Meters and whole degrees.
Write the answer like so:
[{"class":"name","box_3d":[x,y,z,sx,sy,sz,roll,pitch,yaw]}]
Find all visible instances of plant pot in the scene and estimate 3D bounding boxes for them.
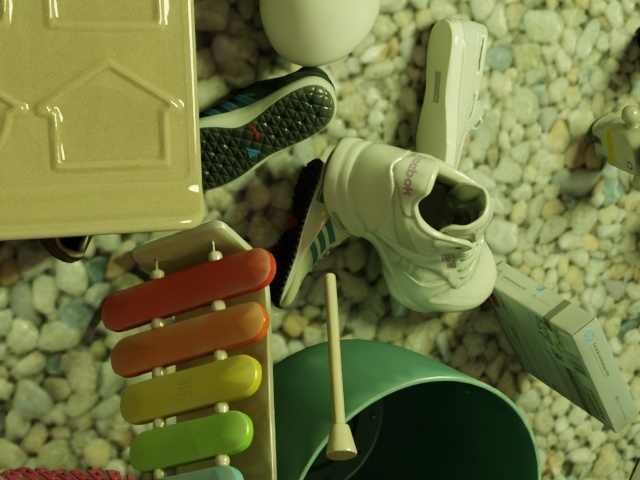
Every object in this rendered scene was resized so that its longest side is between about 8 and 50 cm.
[{"class":"plant pot","box_3d":[0.040,0.235,1.677,0.293,0.235,0.293,-10,112,-26]}]

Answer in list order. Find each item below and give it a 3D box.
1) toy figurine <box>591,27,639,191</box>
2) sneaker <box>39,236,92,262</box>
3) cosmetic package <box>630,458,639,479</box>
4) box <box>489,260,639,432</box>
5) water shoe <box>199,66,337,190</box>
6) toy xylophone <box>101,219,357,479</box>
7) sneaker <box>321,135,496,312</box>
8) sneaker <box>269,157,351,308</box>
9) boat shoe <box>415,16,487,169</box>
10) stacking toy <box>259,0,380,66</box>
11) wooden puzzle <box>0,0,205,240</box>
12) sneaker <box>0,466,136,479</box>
[{"class":"toy figurine","box_3d":[0.434,-0.133,1.810,0.209,0.148,0.213,26,94,-32]},{"class":"sneaker","box_3d":[-0.220,-0.070,1.528,0.066,0.071,0.188,3,106,-29]},{"class":"cosmetic package","box_3d":[0.413,0.398,2.003,0.085,0.117,0.231,20,98,-32]},{"class":"box","box_3d":[0.261,0.115,1.781,0.038,0.186,0.145,-36,120,-13]},{"class":"water shoe","box_3d":[-0.078,-0.109,1.595,0.203,0.080,0.073,-20,115,7]},{"class":"toy xylophone","box_3d":[-0.090,0.132,1.533,0.236,0.323,0.081,-25,150,25]},{"class":"sneaker","box_3d":[0.124,0.000,1.664,0.305,0.152,0.114,40,63,-50]},{"class":"sneaker","box_3d":[0.000,0.000,1.678,0.075,0.057,0.161,15,96,-26]},{"class":"boat shoe","box_3d":[0.143,-0.142,1.708,0.063,0.066,0.184,-1,98,-27]},{"class":"stacking toy","box_3d":[0.079,-0.366,1.486,0.350,0.350,0.480,13,115,-31]},{"class":"wooden puzzle","box_3d":[-0.268,-0.173,1.434,0.322,0.080,0.348,-4,88,-27]},{"class":"sneaker","box_3d":[-0.264,0.272,1.627,0.170,0.063,0.075,6,98,-35]}]
